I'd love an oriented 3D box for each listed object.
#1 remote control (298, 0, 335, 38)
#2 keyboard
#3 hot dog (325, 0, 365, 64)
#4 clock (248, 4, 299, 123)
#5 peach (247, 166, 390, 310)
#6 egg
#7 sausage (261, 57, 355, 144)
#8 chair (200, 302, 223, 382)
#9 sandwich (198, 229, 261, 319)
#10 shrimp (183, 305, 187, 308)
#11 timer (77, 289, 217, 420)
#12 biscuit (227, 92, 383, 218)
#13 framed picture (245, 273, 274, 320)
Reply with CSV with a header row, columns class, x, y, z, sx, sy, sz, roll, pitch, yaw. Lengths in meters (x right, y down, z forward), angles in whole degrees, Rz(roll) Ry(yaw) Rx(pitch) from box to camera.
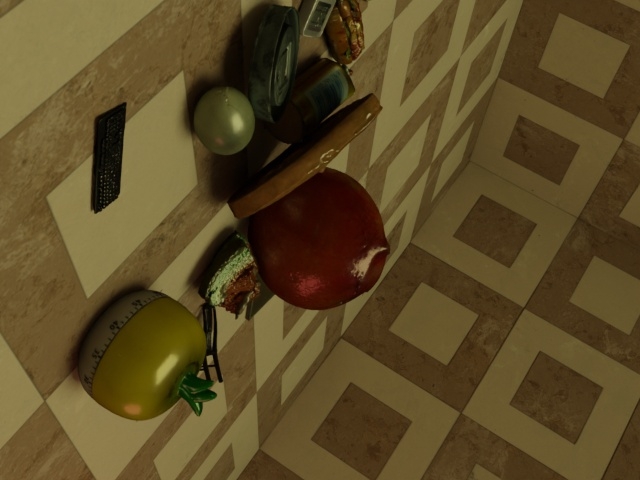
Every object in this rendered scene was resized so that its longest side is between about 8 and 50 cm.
class,x,y,z,sx,sy,sz,roll,pitch,yaw
remote control,0.019,-0.544,1.672,0.250,0.034,0.103,-64,164,18
keyboard,-0.345,-0.132,1.327,0.074,0.015,0.196,-44,159,-45
hot dog,0.061,-0.482,1.849,0.104,0.076,0.250,-55,166,-11
clock,-0.088,-0.342,1.560,0.226,0.049,0.226,12,90,-82
peach,0.000,-0.001,2.017,0.372,0.372,0.290,-55,162,-17
egg,-0.179,-0.224,1.493,0.114,0.114,0.152,-51,163,-28
sausage,-0.014,-0.333,1.819,0.317,0.125,0.117,-48,158,-46
chair,-0.321,0.270,2.078,0.084,0.101,0.212,2,81,-74
sandwich,-0.198,0.089,1.937,0.185,0.160,0.109,-54,-152,5
shrimp,-0.383,0.275,1.909,0.262,0.051,0.198,-59,166,-11
timer,-0.326,0.260,1.645,0.285,0.285,0.285,-53,164,-23
biscuit,-0.040,-0.172,1.748,0.365,0.062,0.385,-44,-167,-23
framed picture,-0.148,0.104,2.382,0.189,0.023,0.260,-47,161,-38
